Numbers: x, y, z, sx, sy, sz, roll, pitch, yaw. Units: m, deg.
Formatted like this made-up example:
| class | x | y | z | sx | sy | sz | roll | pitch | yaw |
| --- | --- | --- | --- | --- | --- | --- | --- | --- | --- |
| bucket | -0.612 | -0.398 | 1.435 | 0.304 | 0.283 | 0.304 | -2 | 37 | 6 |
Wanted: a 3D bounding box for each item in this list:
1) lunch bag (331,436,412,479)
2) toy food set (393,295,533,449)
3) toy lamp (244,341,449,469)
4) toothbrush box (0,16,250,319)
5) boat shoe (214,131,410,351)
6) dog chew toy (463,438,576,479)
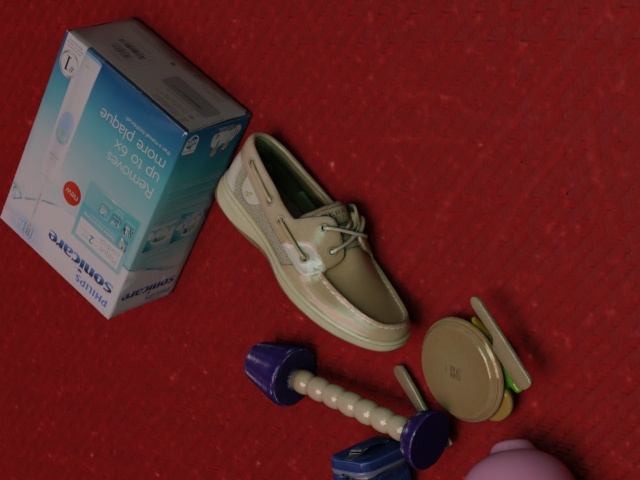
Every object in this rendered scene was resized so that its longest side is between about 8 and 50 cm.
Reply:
| class | x | y | z | sx | sy | sz | roll | pitch | yaw |
| --- | --- | --- | --- | --- | --- | --- | --- | --- | --- |
| lunch bag | 0.057 | 0.265 | 1.840 | 0.067 | 0.098 | 0.065 | 2 | 102 | 43 |
| toy food set | 0.165 | 0.146 | 1.767 | 0.132 | 0.038 | 0.192 | 60 | 140 | 14 |
| toy lamp | 0.022 | 0.183 | 1.845 | 0.274 | 0.080 | 0.080 | 19 | 114 | 39 |
| toothbrush box | -0.245 | -0.089 | 1.950 | 0.216 | 0.126 | 0.295 | 41 | 126 | 21 |
| boat shoe | 0.000 | 0.000 | 1.802 | 0.302 | 0.109 | 0.098 | 48 | 128 | 23 |
| dog chew toy | 0.221 | 0.375 | 1.669 | 0.206 | 0.206 | 0.332 | -24 | 62 | 40 |
